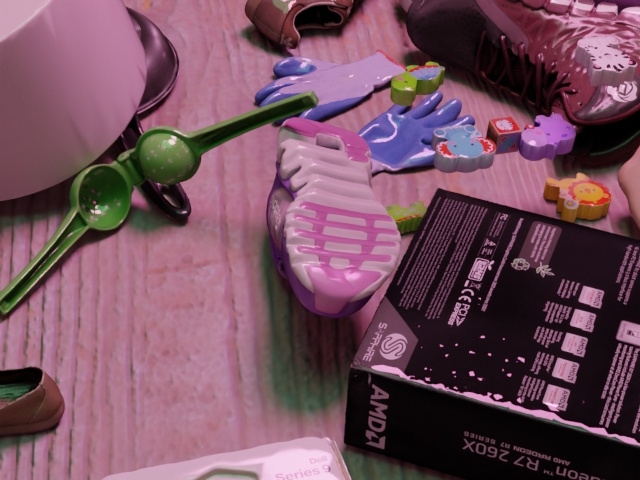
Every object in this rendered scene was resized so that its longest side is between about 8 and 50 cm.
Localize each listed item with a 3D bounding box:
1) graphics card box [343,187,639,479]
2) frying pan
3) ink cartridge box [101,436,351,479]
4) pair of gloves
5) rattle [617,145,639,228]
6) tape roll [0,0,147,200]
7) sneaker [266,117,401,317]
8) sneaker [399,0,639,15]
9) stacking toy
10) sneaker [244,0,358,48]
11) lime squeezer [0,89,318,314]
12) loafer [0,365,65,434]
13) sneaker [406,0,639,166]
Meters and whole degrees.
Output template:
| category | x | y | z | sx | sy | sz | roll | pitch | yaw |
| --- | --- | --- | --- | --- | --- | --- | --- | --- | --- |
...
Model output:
| category | x | y | z | sx | sy | sz | roll | pitch | yaw |
| --- | --- | --- | --- | --- | --- | --- | --- | --- | --- |
| graphics card box | 0.225 | 0.100 | 1.340 | 0.370 | 0.094 | 0.233 | 15 | 43 | 11 |
| frying pan | -0.224 | -0.132 | 1.614 | 0.197 | 0.053 | 0.326 | -3 | 39 | -5 |
| ink cartridge box | -0.058 | 0.230 | 1.077 | 0.154 | 0.212 | 0.093 | -10 | 43 | -16 |
| pair of gloves | 0.038 | -0.123 | 1.637 | 0.159 | 0.023 | 0.198 | -24 | 49 | -28 |
| rattle | 0.359 | -0.014 | 1.531 | 0.199 | 0.143 | 0.130 | 42 | 85 | 17 |
| tape roll | -0.288 | -0.176 | 1.512 | 0.246 | 0.169 | 0.246 | -9 | 49 | 10 |
| sneaker | 0.000 | 0.000 | 1.426 | 0.095 | 0.105 | 0.236 | 14 | 30 | -14 |
| sneaker | 0.216 | -0.267 | 1.713 | 0.282 | 0.161 | 0.102 | 12 | 43 | 12 |
| stacking toy | 0.153 | -0.079 | 1.485 | 0.221 | 0.167 | 0.052 | -9 | 43 | -16 |
| sneaker | 0.014 | -0.243 | 1.757 | 0.188 | 0.066 | 0.071 | -31 | 68 | -27 |
| lime squeezer | -0.149 | -0.053 | 1.470 | 0.310 | 0.059 | 0.110 | -33 | 10 | -5 |
| loafer | -0.265 | 0.120 | 1.312 | 0.148 | 0.050 | 0.056 | -11 | 43 | -17 |
| sneaker | 0.202 | -0.152 | 1.627 | 0.281 | 0.106 | 0.163 | 9 | 51 | 14 |
